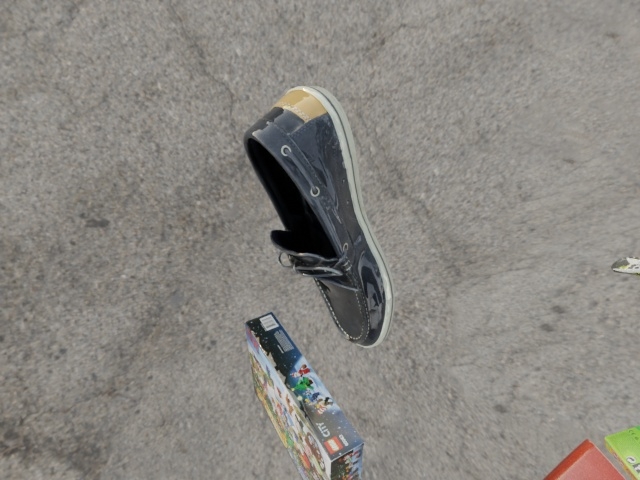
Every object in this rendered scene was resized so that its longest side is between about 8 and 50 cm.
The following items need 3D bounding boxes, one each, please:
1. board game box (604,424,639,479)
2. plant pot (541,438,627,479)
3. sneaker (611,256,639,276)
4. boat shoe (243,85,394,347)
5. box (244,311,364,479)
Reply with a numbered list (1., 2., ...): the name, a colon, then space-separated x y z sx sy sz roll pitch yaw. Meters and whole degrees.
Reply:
1. board game box: 0.673 0.369 0.836 0.260 0.124 0.039 -22 120 2
2. plant pot: 0.327 0.451 0.551 0.236 0.267 0.267 -35 44 1
3. sneaker: 0.459 0.045 0.658 0.031 0.083 0.035 -44 120 -36
4. boat shoe: 0.000 0.000 0.799 0.156 0.187 0.499 -35 124 -28
5. box: -0.028 0.226 0.610 0.044 0.233 0.159 -18 128 -24
